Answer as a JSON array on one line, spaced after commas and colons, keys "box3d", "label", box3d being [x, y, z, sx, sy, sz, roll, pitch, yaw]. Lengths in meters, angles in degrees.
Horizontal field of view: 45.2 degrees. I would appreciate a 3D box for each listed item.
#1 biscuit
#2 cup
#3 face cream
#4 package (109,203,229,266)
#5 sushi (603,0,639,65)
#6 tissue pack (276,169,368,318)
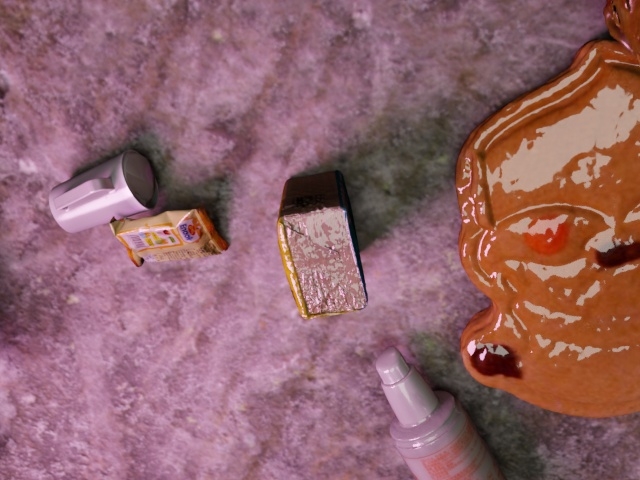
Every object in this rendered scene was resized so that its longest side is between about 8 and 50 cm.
[{"box3d": [0.333, 0.000, 0.885, 0.349, 0.078, 0.456, -5, 109, 3], "label": "biscuit"}, {"box3d": [-0.258, -0.054, 0.894, 0.116, 0.104, 0.074, -19, 90, 15], "label": "cup"}, {"box3d": [0.143, 0.244, 0.967, 0.101, 0.101, 0.252, -28, 105, 14], "label": "face cream"}, {"box3d": [-0.181, -0.004, 0.915, 0.120, 0.031, 0.108, -8, 152, 7], "label": "package"}, {"box3d": [0.373, -0.238, 0.724, 0.204, 0.200, 0.213, -29, 99, 22], "label": "sushi"}, {"box3d": [0.000, 0.000, 0.856, 0.082, 0.169, 0.120, -13, 108, 4], "label": "tissue pack"}]
